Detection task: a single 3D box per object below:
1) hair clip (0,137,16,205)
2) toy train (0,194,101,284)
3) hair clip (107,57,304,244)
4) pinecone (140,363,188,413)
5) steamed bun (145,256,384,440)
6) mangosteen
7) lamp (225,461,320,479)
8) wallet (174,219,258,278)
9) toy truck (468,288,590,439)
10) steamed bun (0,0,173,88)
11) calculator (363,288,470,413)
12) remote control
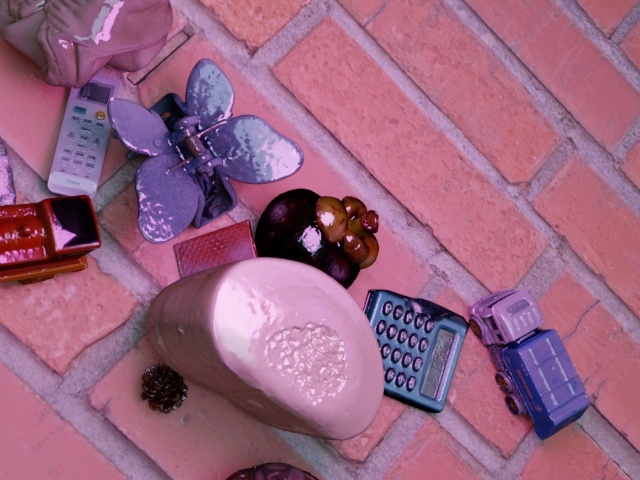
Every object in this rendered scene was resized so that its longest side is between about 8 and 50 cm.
[{"bbox_3d":[-0.695,-0.169,1.871,0.066,0.036,0.229,-11,84,-28],"label":"hair clip"},{"bbox_3d":[-0.597,0.000,1.754,0.369,0.232,0.163,-11,82,-46],"label":"toy train"},{"bbox_3d":[-0.294,-0.182,1.910,0.392,0.238,0.318,-32,91,-22],"label":"hair clip"},{"bbox_3d":[-0.340,0.310,1.877,0.102,0.102,0.109,-40,130,-22],"label":"pinecone"},{"bbox_3d":[-0.101,0.207,1.835,0.456,0.371,0.290,38,65,-23],"label":"steamed bun"},{"bbox_3d":[-0.004,0.003,1.951,0.287,0.287,0.233,45,61,-7],"label":"mangosteen"},{"bbox_3d":[-0.095,0.594,1.806,0.303,0.303,0.257,-2,108,-20],"label":"lamp"},{"bbox_3d":[-0.231,0.029,1.941,0.020,0.197,0.103,4,70,-65],"label":"wallet"},{"bbox_3d":[0.512,0.296,2.146,0.146,0.175,0.367,-27,89,-20],"label":"toy truck"},{"bbox_3d":[-0.466,-0.478,1.881,0.368,0.342,0.255,-45,141,-5],"label":"steamed bun"},{"bbox_3d":[0.212,0.258,2.106,0.274,0.058,0.248,24,72,-13],"label":"calculator"},{"bbox_3d":[-0.521,-0.232,1.939,0.103,0.051,0.293,14,72,-17],"label":"remote control"}]
